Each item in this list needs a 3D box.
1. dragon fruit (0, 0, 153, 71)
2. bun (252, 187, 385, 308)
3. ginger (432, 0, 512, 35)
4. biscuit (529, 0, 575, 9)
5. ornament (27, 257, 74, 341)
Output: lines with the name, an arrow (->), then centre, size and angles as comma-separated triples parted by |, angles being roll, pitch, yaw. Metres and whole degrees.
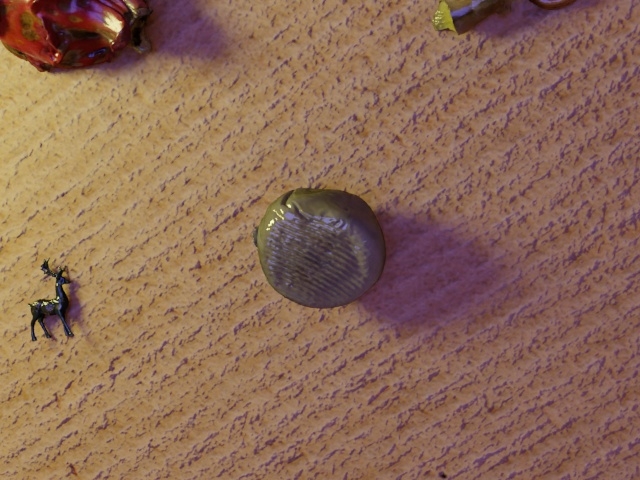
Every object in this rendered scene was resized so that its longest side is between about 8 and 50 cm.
dragon fruit -> -0.327, -0.337, 1.074 | 0.211, 0.134, 0.262 | 29, 100, 4
bun -> 0.000, 0.000, 1.052 | 0.166, 0.113, 0.173 | -29, 113, 16
ginger -> 0.205, -0.308, 1.009 | 0.137, 0.044, 0.057 | -25, 89, 26
biscuit -> 0.244, -0.420, 1.011 | 0.183, 0.043, 0.280 | -37, 91, 9
ornament -> -0.414, 0.089, 1.181 | 0.073, 0.028, 0.125 | -6, 96, 11
